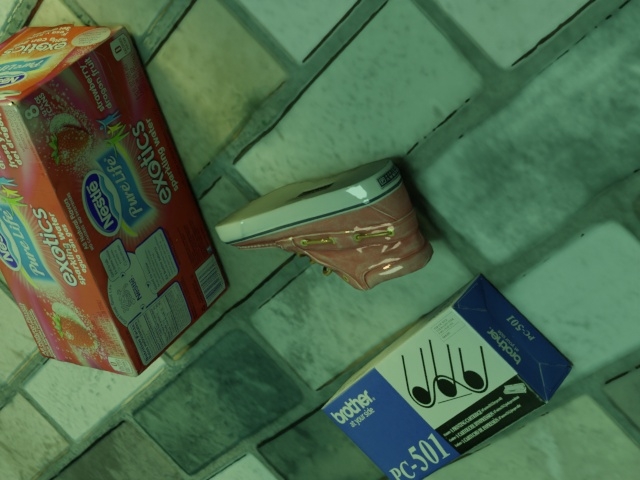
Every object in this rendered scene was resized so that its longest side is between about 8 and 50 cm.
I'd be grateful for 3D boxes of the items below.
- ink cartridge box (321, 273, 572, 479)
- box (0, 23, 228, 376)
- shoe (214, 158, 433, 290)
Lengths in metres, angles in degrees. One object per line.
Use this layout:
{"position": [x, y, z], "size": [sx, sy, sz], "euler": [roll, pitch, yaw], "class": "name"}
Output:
{"position": [0.090, 0.114, 1.044], "size": [0.097, 0.046, 0.207], "euler": [45, 141, 1], "class": "ink cartridge box"}
{"position": [-0.192, -0.033, 1.096], "size": [0.123, 0.128, 0.256], "euler": [6, 128, 37], "class": "box"}
{"position": [0.000, 0.000, 1.006], "size": [0.178, 0.063, 0.081], "euler": [-14, 109, 42], "class": "shoe"}
